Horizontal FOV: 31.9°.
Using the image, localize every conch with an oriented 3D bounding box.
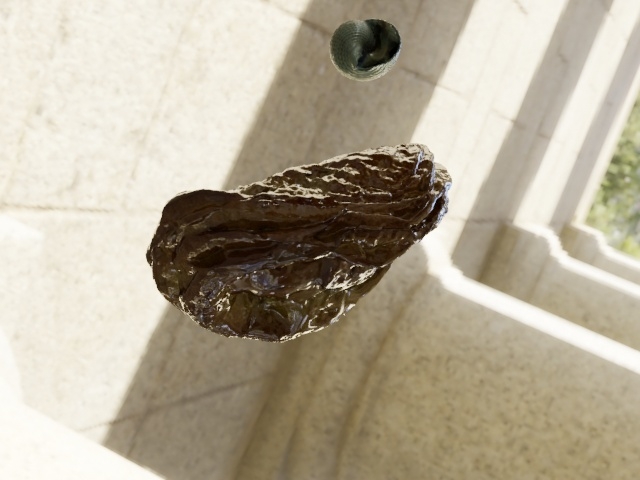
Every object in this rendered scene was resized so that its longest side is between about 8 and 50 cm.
[{"bbox_3d":[0.049,-0.195,1.178,0.057,0.076,0.085,74,5,-54],"label":"conch"}]

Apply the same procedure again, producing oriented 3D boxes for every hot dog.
[{"bbox_3d":[-0.001,0.003,0.900,0.259,0.114,0.175,-14,155,-29],"label":"hot dog"}]
